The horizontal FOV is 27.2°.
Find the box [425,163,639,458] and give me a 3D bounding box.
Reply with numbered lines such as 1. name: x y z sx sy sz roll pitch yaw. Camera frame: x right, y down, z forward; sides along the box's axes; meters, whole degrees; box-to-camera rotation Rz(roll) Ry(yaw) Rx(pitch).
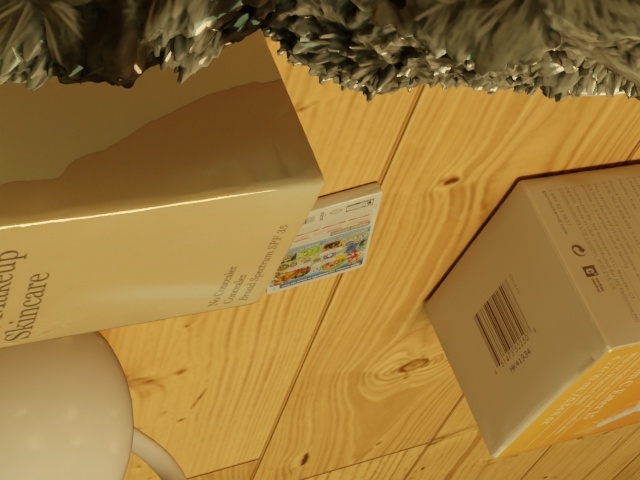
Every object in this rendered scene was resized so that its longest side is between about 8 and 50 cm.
1. box: 0.308 0.050 1.204 0.345 0.168 0.215 -9 151 -27

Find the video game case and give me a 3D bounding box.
1. video game case: 0.000 0.000 1.040 0.087 0.011 0.122 -16 154 -14

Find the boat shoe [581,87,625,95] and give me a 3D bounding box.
1. boat shoe: 0.271 -0.152 0.856 0.301 0.108 0.102 -15 156 -15

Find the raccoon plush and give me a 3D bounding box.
1. raccoon plush: 0.047 -0.155 0.676 0.447 0.216 0.299 2 174 15

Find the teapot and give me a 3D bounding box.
1. teapot: -0.242 0.182 0.994 0.256 0.187 0.252 -21 155 -7

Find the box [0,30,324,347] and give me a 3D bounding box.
1. box: -0.174 -0.023 0.725 0.311 0.121 0.148 -10 152 -25
